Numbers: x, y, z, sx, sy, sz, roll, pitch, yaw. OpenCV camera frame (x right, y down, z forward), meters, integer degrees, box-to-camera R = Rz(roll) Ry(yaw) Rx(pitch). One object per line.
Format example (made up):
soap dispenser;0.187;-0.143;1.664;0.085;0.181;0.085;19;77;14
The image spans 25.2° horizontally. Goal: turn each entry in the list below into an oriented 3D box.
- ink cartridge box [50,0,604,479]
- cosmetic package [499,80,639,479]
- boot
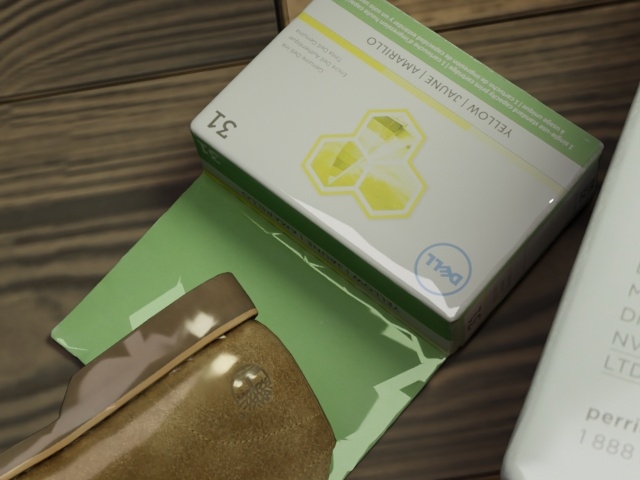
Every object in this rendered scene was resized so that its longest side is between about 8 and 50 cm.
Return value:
ink cartridge box;0.000;0.000;0.703;0.171;0.056;0.235;37;72;20
cosmetic package;0.220;-0.047;0.603;0.161;0.230;0.453;18;67;15
boot;-0.127;0.149;0.623;0.305;0.112;0.115;-37;86;-6
